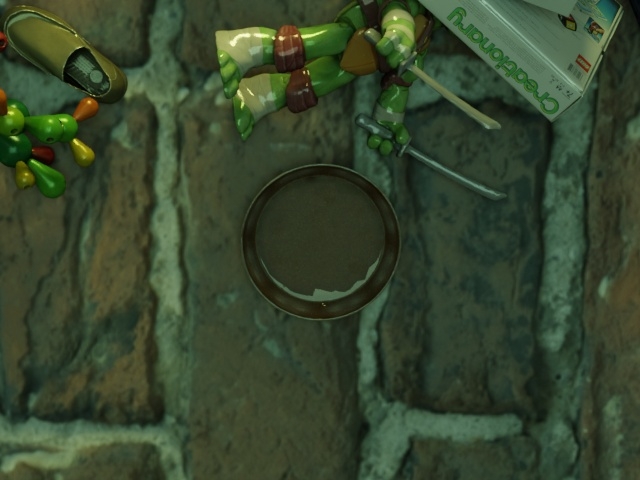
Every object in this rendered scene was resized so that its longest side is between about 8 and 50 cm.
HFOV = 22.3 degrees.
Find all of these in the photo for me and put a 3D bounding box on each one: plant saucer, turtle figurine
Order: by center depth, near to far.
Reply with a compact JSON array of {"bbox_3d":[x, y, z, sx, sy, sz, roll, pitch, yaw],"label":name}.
[{"bbox_3d":[0.042,-0.146,1.615,0.266,0.198,0.275,-11,95,4],"label":"turtle figurine"},{"bbox_3d":[0.000,0.000,1.709,0.168,0.029,0.168,0,103,-2],"label":"plant saucer"}]

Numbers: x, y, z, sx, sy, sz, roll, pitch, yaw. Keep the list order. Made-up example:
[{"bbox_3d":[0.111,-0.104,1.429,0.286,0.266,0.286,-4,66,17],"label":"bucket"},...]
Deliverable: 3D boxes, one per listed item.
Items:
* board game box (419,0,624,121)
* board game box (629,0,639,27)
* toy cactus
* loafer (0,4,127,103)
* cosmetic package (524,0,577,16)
[{"bbox_3d":[0.158,-0.276,1.610,0.305,0.193,0.053,42,129,-7],"label":"board game box"},{"bbox_3d":[0.418,-0.278,1.684,0.194,0.060,0.194,-24,98,1],"label":"board game box"},{"bbox_3d":[-0.325,-0.138,1.629,0.180,0.219,0.112,13,63,32],"label":"toy cactus"},{"bbox_3d":[-0.262,-0.193,1.665,0.148,0.050,0.056,31,93,-8],"label":"loafer"},{"bbox_3d":[0.219,-0.326,1.592,0.099,0.239,0.060,18,137,-3],"label":"cosmetic package"}]
